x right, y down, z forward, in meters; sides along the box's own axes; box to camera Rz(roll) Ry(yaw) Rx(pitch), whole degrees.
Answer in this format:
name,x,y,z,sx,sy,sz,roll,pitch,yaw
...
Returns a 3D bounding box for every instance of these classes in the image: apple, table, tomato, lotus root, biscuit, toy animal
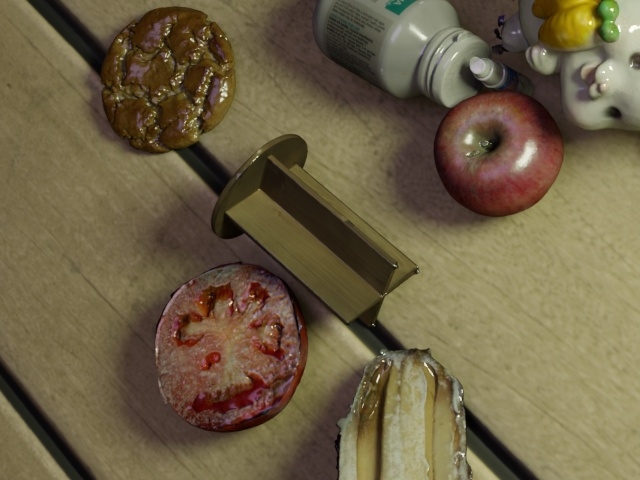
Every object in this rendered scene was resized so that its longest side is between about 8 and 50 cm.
name,x,y,z,sx,sy,sz,roll,pitch,yaw
apple,0.215,-0.102,1.619,0.153,0.120,0.153,-6,73,21
table,0.000,0.000,1.698,0.227,0.167,0.167,41,99,18
tomato,-0.105,0.139,1.750,0.225,0.085,0.225,-8,73,27
lotus root,0.094,0.281,1.596,0.167,0.078,0.329,7,57,-1
biscuit,-0.219,-0.227,1.908,0.226,0.042,0.226,-5,78,25
toy animal,0.333,-0.218,1.527,0.310,0.247,0.183,50,120,40

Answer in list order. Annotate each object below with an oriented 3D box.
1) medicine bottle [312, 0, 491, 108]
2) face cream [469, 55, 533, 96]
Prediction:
name,x,y,z,sx,sy,sz,roll,pitch,yaw
medicine bottle,0.104,-0.248,1.684,0.215,0.135,0.135,35,96,35
face cream,0.215,-0.196,1.629,0.034,0.130,0.034,-6,79,32
